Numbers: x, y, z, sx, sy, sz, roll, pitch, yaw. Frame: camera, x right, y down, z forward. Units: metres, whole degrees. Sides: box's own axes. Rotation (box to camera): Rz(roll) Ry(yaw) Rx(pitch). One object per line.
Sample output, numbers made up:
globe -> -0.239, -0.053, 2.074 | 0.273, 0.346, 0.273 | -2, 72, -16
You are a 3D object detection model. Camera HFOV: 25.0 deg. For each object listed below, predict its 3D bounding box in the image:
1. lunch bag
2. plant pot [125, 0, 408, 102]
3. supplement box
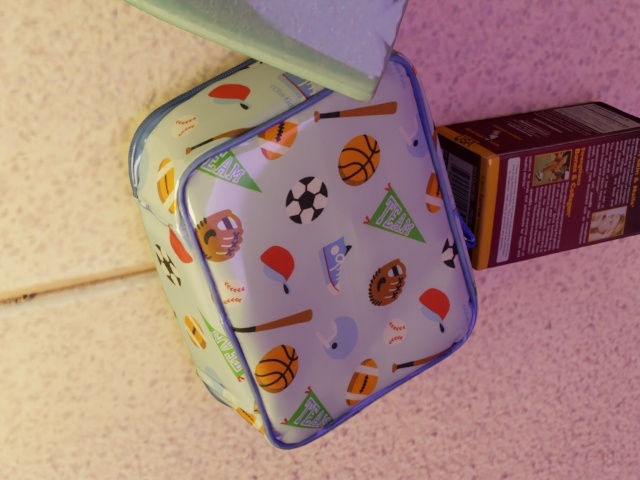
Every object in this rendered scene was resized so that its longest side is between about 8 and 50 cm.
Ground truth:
lunch bag -> 0.000, 0.000, 1.115 | 0.243, 0.115, 0.303 | -32, 126, -21
plant pot -> -0.077, -0.254, 0.859 | 0.252, 0.248, 0.247 | 13, 105, -20
supplement box -> 0.190, -0.050, 1.241 | 0.188, 0.081, 0.104 | -11, 118, -30
